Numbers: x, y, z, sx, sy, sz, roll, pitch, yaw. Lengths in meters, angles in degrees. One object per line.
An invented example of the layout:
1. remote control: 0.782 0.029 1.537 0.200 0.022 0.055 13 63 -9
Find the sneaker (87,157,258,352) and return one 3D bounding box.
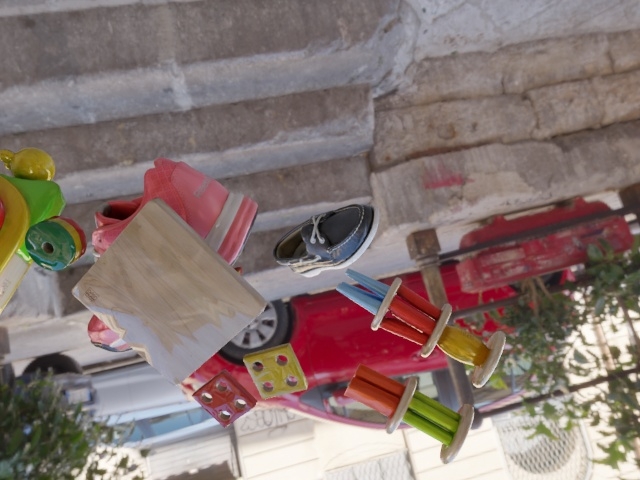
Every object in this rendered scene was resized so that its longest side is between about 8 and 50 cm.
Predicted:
1. sneaker: -0.209 0.015 0.566 0.136 0.116 0.313 39 123 -21

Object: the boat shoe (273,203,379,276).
1. boat shoe: 0.000 0.000 0.947 0.091 0.115 0.302 23 148 -22

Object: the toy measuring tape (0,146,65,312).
1. toy measuring tape: -0.361 0.042 0.450 0.121 0.331 0.121 17 156 8

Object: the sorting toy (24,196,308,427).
1. sorting toy: -0.128 0.052 0.450 0.132 0.274 0.046 -42 -172 21

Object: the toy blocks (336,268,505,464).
1. toy blocks: 0.066 0.099 0.421 0.148 0.123 0.054 27 162 12
